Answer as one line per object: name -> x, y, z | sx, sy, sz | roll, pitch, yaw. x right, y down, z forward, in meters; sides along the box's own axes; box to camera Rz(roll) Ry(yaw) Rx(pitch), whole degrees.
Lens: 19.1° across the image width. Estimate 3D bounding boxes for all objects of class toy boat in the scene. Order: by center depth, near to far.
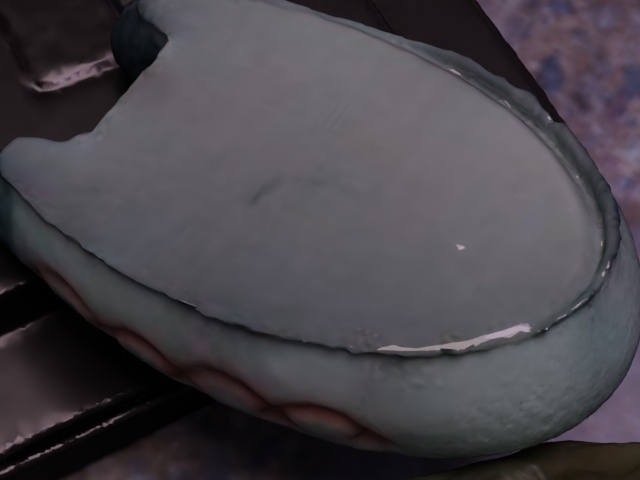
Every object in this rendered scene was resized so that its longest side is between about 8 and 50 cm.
toy boat -> 0.000, 0.000, 0.583 | 0.207, 0.079, 0.134 | 22, 52, 21

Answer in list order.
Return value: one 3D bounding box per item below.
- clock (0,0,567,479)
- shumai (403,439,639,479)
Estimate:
clock -> -0.085, -0.070, 0.677 | 0.273, 0.049, 0.279 | -26, 65, -18
shumai -> 0.105, 0.125, 0.481 | 0.260, 0.222, 0.225 | 28, 51, 19
